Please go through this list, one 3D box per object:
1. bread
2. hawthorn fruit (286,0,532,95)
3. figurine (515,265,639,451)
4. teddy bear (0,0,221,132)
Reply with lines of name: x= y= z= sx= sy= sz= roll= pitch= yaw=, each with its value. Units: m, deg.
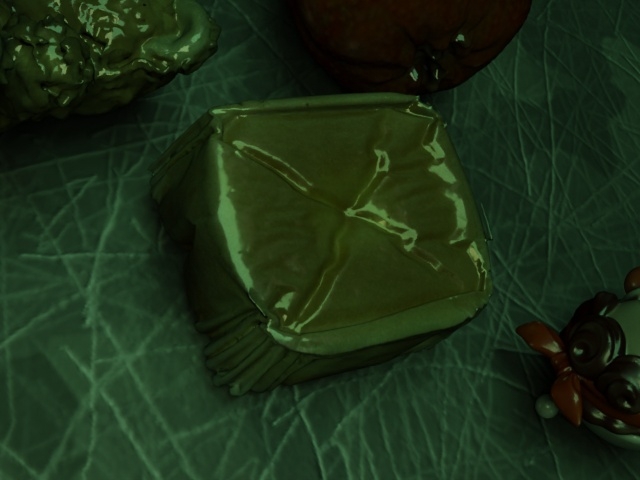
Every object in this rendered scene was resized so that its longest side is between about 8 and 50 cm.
bread: x=0.001 y=0.000 z=0.650 sx=0.210 sy=0.110 sz=0.192 roll=-13 pitch=76 yaw=-29
hawthorn fruit: x=0.059 y=-0.241 z=0.759 sx=0.205 sy=0.205 sz=0.253 roll=-3 pitch=60 yaw=-26
figurine: x=0.266 y=0.094 z=0.706 sx=0.226 sy=0.160 sz=0.183 roll=4 pitch=61 yaw=-14
teddy bear: x=-0.202 y=-0.142 z=0.607 sx=0.256 sy=0.156 sz=0.267 roll=-27 pitch=47 yaw=-29
